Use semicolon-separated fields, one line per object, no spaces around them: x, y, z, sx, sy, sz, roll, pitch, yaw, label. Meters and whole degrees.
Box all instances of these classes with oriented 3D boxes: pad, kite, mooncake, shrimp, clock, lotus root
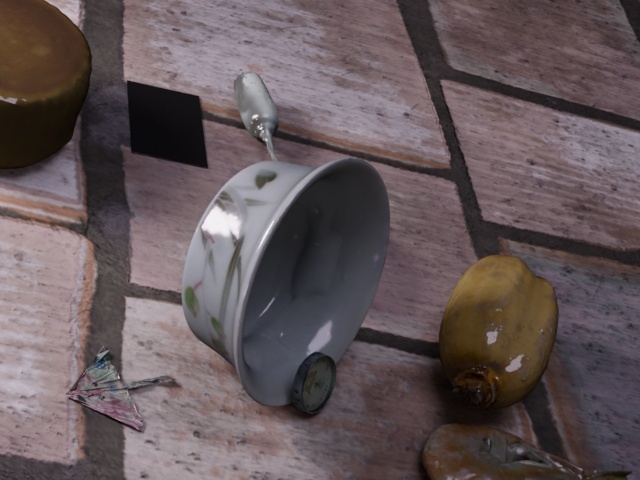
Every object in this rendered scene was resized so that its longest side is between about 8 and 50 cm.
-0.250;-0.191;2.118;0.127;0.004;0.190;11;41;-21;pad
-0.254;0.188;1.667;0.157;0.011;0.139;-7;53;-36;kite
-0.481;-0.238;1.902;0.284;0.155;0.284;18;40;-16;mooncake
0.286;0.317;1.806;0.317;0.077;0.168;8;39;-21;shrimp
-0.007;0.192;1.757;0.017;0.085;0.085;15;28;32;clock
0.256;0.147;1.923;0.169;0.151;0.342;39;37;-7;lotus root

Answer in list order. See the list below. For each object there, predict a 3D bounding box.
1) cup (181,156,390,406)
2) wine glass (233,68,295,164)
-0.066;0.033;1.742;0.163;0.347;0.347;21;32;27;cup
-0.094;-0.189;2.164;0.074;0.074;0.262;6;42;-27;wine glass
